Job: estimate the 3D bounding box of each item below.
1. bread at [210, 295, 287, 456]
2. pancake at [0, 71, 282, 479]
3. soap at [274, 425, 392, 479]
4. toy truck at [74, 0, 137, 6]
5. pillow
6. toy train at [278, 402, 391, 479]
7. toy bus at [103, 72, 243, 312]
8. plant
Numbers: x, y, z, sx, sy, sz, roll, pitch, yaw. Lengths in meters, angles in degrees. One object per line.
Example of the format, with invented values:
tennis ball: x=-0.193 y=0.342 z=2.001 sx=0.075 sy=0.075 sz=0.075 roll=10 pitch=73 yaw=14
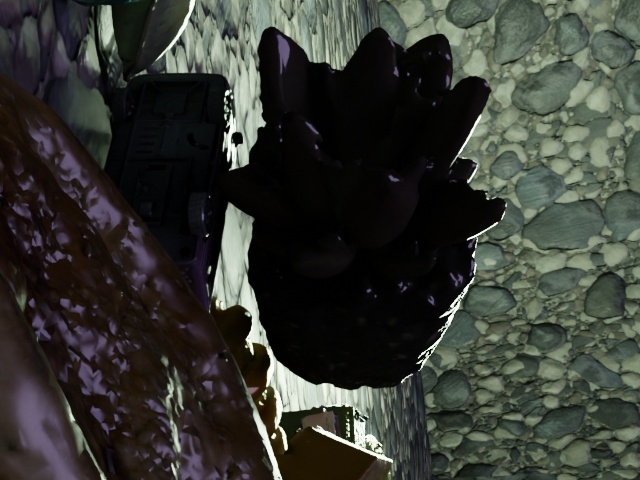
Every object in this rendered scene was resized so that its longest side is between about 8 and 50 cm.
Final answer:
bread: x=-0.076 y=0.129 z=1.172 sx=0.119 sy=0.084 sz=0.177 roll=-66 pitch=147 yaw=-74
pancake: x=-0.099 y=0.055 z=0.632 sx=0.356 sy=0.065 sz=0.356 roll=60 pitch=8 yaw=-15
soap: x=-0.028 y=0.261 z=1.140 sx=0.232 sy=0.073 sz=0.140 roll=-66 pitch=165 yaw=-6
toy truck: x=-0.145 y=-0.239 z=0.924 sx=0.081 sy=0.067 sz=0.175 roll=-13 pitch=98 yaw=-76
pillow: x=-0.103 y=-0.270 z=1.097 sx=0.302 sy=0.075 sz=0.185 roll=-87 pitch=-165 yaw=-51
toy train: x=-0.007 y=0.281 z=1.414 sx=0.177 sy=0.134 sz=0.261 roll=46 pitch=40 yaw=-64
toy bus: x=-0.108 y=-0.032 z=1.025 sx=0.098 sy=0.087 sz=0.178 roll=79 pitch=14 yaw=-50
plant: x=0.020 y=-0.022 z=1.075 sx=0.320 sy=0.194 sz=0.181 roll=93 pitch=-9 yaw=-55
